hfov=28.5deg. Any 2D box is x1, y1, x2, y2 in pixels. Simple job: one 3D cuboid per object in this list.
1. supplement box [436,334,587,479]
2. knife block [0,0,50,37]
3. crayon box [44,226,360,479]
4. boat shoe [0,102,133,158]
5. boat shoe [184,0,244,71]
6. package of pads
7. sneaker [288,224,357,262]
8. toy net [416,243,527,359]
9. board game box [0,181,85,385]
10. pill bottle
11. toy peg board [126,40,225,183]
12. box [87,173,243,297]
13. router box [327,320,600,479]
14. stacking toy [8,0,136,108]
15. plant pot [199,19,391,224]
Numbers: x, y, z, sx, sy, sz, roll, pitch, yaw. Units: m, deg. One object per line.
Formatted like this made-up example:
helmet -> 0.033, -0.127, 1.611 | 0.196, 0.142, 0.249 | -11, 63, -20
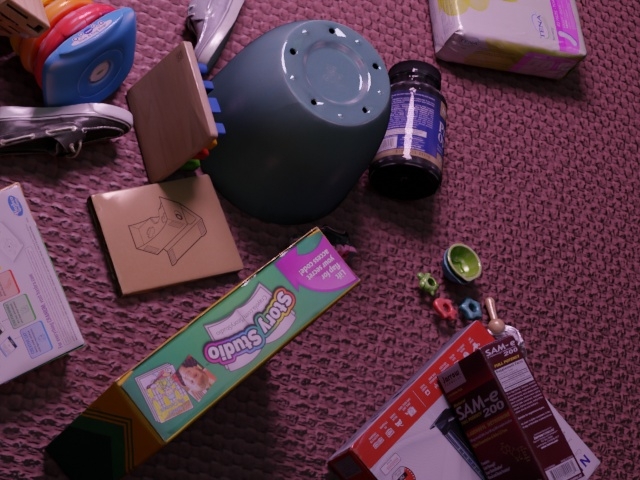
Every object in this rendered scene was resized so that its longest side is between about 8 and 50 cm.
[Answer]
supplement box -> 0.277, 0.274, 1.844 | 0.073, 0.130, 0.239 | -18, 75, -33
knife block -> -0.475, -0.421, 1.810 | 0.088, 0.276, 0.242 | 32, 73, -53
crayon box -> -0.158, 0.164, 1.660 | 0.106, 0.313, 0.363 | 50, 54, 2
boat shoe -> -0.381, -0.153, 1.848 | 0.219, 0.078, 0.070 | -4, 68, -21
boat shoe -> -0.180, -0.363, 2.057 | 0.081, 0.079, 0.227 | 23, 53, -5
package of pads -> 0.340, -0.423, 2.336 | 0.297, 0.101, 0.229 | 7, 62, -24
sneaker -> 0.000, 0.000, 1.991 | 0.119, 0.047, 0.057 | 10, 56, -32
toy net -> 0.262, 0.119, 2.055 | 0.232, 0.045, 0.122 | 51, 44, 5
board game box -> -0.492, 0.092, 1.629 | 0.316, 0.064, 0.242 | -25, 99, -34
pill bottle -> 0.149, -0.187, 2.108 | 0.123, 0.123, 0.219 | 18, 60, -19
toy peg board -> -0.203, -0.191, 1.914 | 0.079, 0.161, 0.161 | 0, 66, -45
box -> -0.232, -0.010, 1.886 | 0.201, 0.021, 0.164 | -12, 73, -31
router box -> 0.225, 0.336, 1.918 | 0.301, 0.082, 0.335 | 49, 54, 1
stacking toy -> -0.427, -0.345, 1.887 | 0.302, 0.165, 0.175 | 43, 63, 15
plant pot -> -0.024, -0.203, 1.957 | 0.293, 0.235, 0.293 | 12, 62, -23
